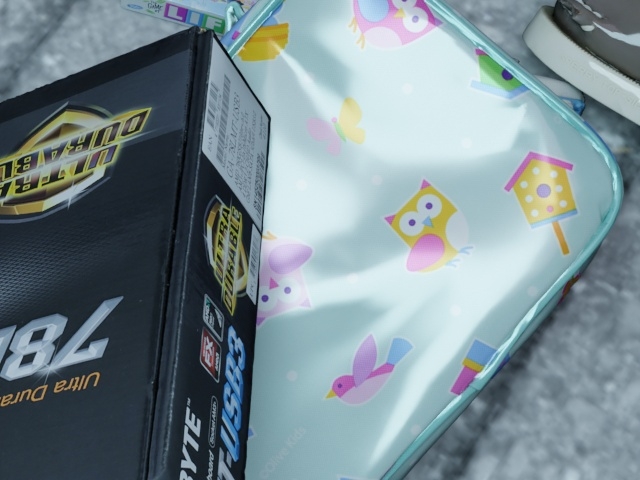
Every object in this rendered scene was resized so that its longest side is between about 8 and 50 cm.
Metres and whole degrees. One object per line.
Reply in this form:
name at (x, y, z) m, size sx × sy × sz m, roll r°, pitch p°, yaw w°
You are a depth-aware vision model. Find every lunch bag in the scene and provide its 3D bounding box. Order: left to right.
lunch bag at (0.000, 0.000, 0.830) m, size 0.224 × 0.108 × 0.279 m, roll 41°, pitch 90°, yaw 7°

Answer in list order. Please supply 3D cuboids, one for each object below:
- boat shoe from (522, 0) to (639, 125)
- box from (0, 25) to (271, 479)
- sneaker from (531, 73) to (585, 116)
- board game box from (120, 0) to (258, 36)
boat shoe at (0.278, -0.074, 0.931) m, size 0.324 × 0.116 × 0.096 m, roll 31°, pitch 110°, yaw 4°
box at (-0.169, 0.068, 0.695) m, size 0.295 × 0.073 × 0.293 m, roll -17°, pitch 42°, yaw 21°
sneaker at (0.058, -0.091, 0.932) m, size 0.191 × 0.071 × 0.083 m, roll -2°, pitch 66°, yaw -12°
board game box at (-0.048, -0.195, 0.968) m, size 0.103 × 0.026 × 0.154 m, roll 15°, pitch 69°, yaw -5°
